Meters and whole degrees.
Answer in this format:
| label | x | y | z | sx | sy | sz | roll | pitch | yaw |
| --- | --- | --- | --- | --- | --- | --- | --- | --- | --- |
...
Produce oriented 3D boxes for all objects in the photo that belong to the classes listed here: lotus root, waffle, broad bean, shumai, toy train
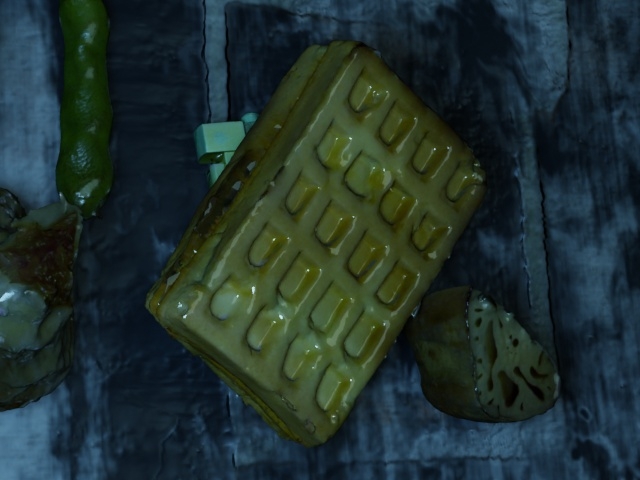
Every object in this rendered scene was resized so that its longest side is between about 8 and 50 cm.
| label | x | y | z | sx | sy | sz | roll | pitch | yaw |
| --- | --- | --- | --- | --- | --- | --- | --- | --- | --- |
| lotus root | 0.140 | 0.120 | 1.763 | 0.159 | 0.135 | 0.095 | 41 | 63 | -20 |
| waffle | 0.000 | 0.000 | 1.723 | 0.224 | 0.098 | 0.327 | 42 | 68 | -25 |
| broad bean | -0.217 | -0.135 | 1.741 | 0.053 | 0.052 | 0.256 | 27 | 54 | -57 |
| shumai | -0.275 | 0.032 | 1.593 | 0.166 | 0.175 | 0.206 | -23 | 80 | -27 |
| toy train | -0.073 | -0.061 | 1.777 | 0.081 | 0.050 | 0.122 | -4 | 76 | -19 |
